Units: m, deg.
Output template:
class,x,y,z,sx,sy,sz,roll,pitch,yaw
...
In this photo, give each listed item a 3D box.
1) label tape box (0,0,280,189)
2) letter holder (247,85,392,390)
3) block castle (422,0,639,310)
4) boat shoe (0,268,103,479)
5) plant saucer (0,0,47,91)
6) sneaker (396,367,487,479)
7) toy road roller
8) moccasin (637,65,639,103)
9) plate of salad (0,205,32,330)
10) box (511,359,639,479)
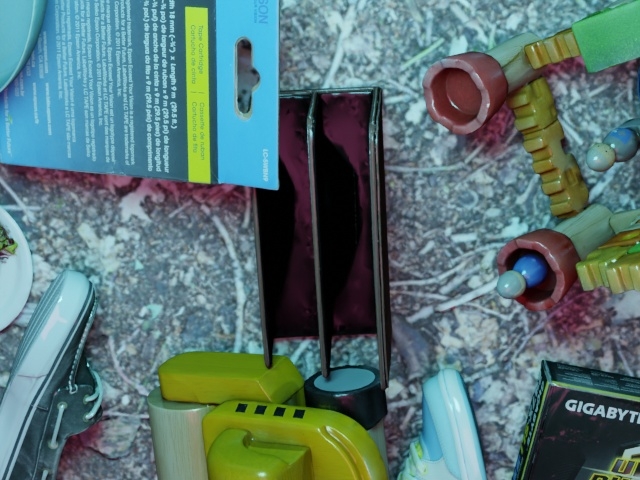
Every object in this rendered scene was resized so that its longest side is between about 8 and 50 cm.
class,x,y,z,sx,sy,sz,roll,pitch,yaw
label tape box,-0.184,-0.194,1.569,0.333,0.106,0.241,7,109,17
letter holder,0.000,0.000,1.610,0.152,0.214,0.302,-2,108,2
block castle,0.338,-0.102,1.447,0.453,0.213,0.303,-14,102,45
boat shoe,-0.317,0.184,1.743,0.119,0.121,0.335,20,118,-12
plant saucer,-0.374,-0.305,1.529,0.317,0.043,0.318,16,113,42
sneaker,0.101,0.315,1.755,0.208,0.127,0.319,-7,105,4
toy road roller,-0.079,0.261,1.637,0.329,0.240,0.203,2,107,28
moccasin,0.469,-0.067,1.625,0.137,0.117,0.342,-30,104,11
plate of salad,-0.443,0.033,1.722,0.199,0.048,0.200,1,107,2
box,0.397,0.302,1.767,0.322,0.079,0.257,12,109,-2
